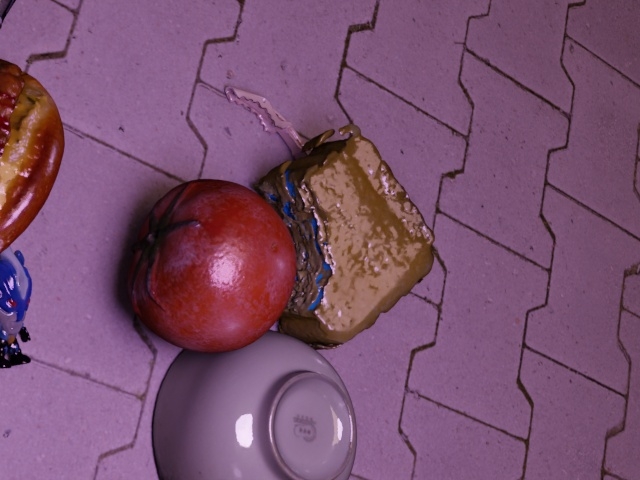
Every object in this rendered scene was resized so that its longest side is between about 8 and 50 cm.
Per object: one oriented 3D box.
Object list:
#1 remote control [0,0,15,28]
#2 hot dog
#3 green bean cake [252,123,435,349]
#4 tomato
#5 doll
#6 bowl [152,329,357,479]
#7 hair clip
[{"bbox_3d":[-0.488,-0.385,1.919,0.090,0.066,0.266,30,65,-16],"label":"remote control"},{"bbox_3d":[-0.484,-0.091,1.743,0.185,0.223,0.405,35,60,-33],"label":"hot dog"},{"bbox_3d":[0.000,0.000,2.162,0.285,0.202,0.310,-35,102,-27],"label":"green bean cake"},{"bbox_3d":[-0.159,0.046,1.954,0.265,0.265,0.265,10,73,-38],"label":"tomato"},{"bbox_3d":[-0.447,0.083,1.836,0.096,0.070,0.195,0,87,-63],"label":"doll"},{"bbox_3d":[-0.068,0.301,2.025,0.354,0.185,0.354,10,74,-38],"label":"bowl"},{"bbox_3d":[-0.074,-0.204,2.237,0.226,0.034,0.072,43,52,-23],"label":"hair clip"}]
